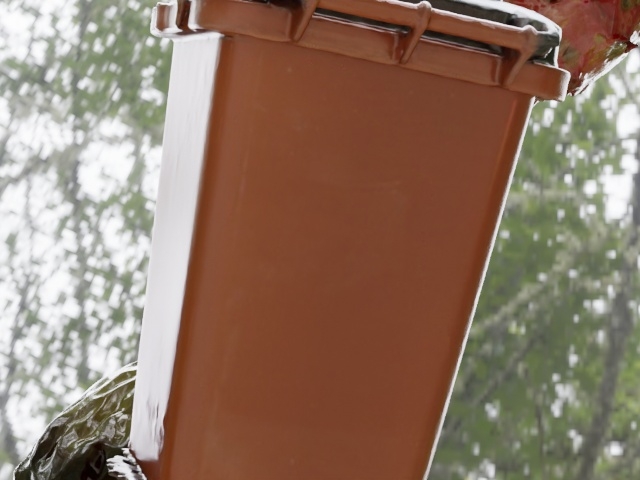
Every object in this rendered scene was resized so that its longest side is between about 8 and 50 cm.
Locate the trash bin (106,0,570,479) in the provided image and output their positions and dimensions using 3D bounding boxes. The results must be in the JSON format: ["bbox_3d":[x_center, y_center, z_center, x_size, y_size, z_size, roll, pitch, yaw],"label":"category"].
[{"bbox_3d":[0.000,0.000,0.676,0.161,0.184,0.239,10,-88,-15],"label":"trash bin"}]

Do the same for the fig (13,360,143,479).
[{"bbox_3d":[-0.032,0.144,1.136,0.286,0.369,0.286,25,-26,13],"label":"fig"}]

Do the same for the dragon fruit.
[{"bbox_3d":[0.169,-0.203,1.271,0.210,0.205,0.268,34,-88,12],"label":"dragon fruit"}]
